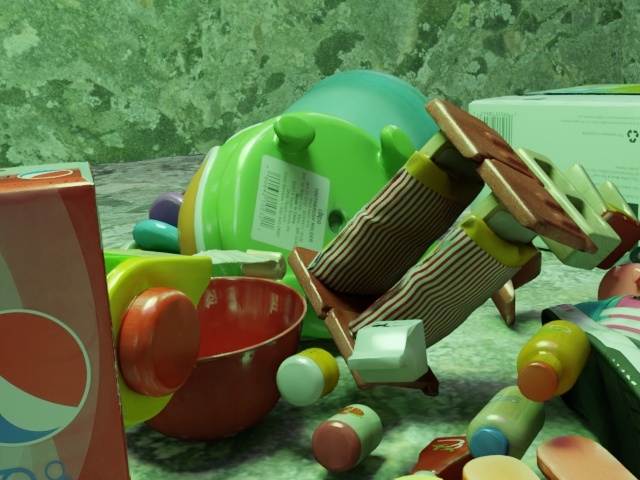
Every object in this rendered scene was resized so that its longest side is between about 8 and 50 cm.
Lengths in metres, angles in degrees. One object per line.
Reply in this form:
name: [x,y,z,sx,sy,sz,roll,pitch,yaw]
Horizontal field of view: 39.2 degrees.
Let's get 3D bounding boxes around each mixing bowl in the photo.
mixing bowl: [-0.097,0.106,0.764,0.181,0.098,0.181,-5,19,2]

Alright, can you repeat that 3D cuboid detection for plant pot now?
plant pot: [0.023,-0.082,1.249,0.271,0.272,0.255,2,20,22]

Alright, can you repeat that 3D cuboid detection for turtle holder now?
turtle holder: [-0.010,-0.017,0.998,0.320,0.244,0.227,-20,5,-39]

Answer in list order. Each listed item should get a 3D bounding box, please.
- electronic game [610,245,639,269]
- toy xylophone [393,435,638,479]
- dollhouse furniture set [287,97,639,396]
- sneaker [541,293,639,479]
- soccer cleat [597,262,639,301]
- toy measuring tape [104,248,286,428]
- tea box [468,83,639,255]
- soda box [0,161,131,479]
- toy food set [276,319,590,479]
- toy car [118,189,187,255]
electronic game: [0.453,0.042,1.033,0.229,0.048,0.229,-3,14,1]
toy xylophone: [0.079,0.184,0.425,0.322,0.081,0.236,-7,14,-15]
dollhouse furniture set: [0.175,0.028,0.847,0.374,0.201,0.152,14,36,-49]
sneaker: [0.287,0.101,0.671,0.178,0.124,0.295,-13,11,2]
soccer cleat: [0.362,0.080,0.852,0.095,0.083,0.248,13,4,-23]
toy measuring tape: [-0.114,0.064,0.636,0.121,0.122,0.330,2,1,23]
tea box: [0.451,-0.115,1.344,0.323,0.220,0.329,-12,15,-35]
soda box: [-0.145,0.097,0.454,0.092,0.264,0.083,-7,13,-15]
toy food set: [0.066,0.118,0.627,0.232,0.111,0.104,-5,3,24]
toy car: [-0.179,0.001,1.184,0.159,0.136,0.182,4,15,30]
